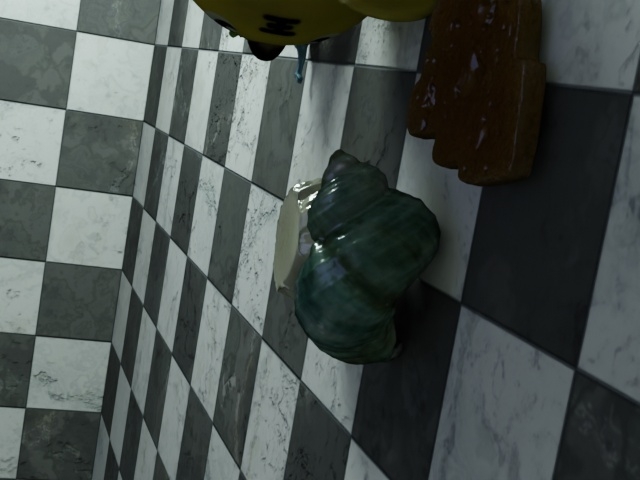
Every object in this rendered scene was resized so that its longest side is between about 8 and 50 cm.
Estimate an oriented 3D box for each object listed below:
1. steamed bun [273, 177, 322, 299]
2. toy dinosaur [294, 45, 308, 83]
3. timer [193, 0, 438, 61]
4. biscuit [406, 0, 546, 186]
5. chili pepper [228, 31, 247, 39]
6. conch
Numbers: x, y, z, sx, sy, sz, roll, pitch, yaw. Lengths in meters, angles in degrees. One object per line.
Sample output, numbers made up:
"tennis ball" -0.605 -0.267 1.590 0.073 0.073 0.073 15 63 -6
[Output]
"steamed bun" 0.000 0.000 1.546 0.183 0.106 0.183 -171 90 -75
"toy dinosaur" -0.031 -0.366 1.859 0.080 0.045 0.197 163 109 -65
"timer" -0.045 -0.400 1.434 0.387 0.376 0.376 -96 22 -47
"biscuit" 0.177 -0.166 1.177 0.278 0.043 0.301 118 151 -43
"chili pepper" -0.069 -0.419 1.807 0.270 0.099 0.136 -36 64 33
"conch" 0.054 0.027 1.304 0.220 0.195 0.277 -47 -58 -74
